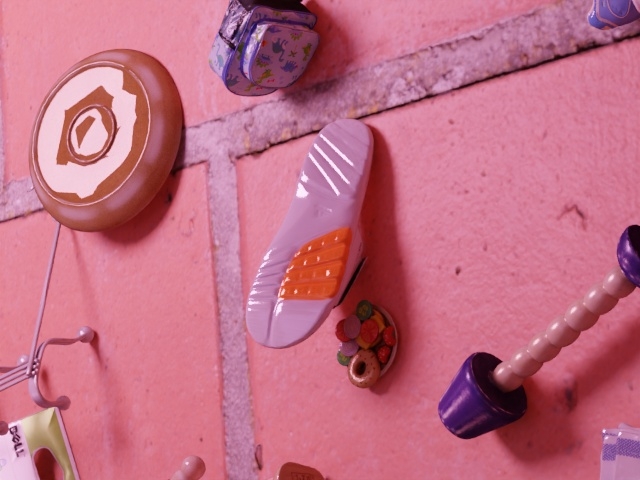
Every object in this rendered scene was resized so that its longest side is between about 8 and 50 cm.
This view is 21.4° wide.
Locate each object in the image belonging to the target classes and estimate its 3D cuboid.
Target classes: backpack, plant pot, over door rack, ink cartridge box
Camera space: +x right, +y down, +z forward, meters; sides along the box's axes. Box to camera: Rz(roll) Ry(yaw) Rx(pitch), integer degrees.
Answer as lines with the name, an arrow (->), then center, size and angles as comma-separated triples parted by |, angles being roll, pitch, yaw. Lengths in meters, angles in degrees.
backpack -> -0.065, -0.213, 1.876 | 0.084, 0.105, 0.114 | 52, 125, 36
plant pot -> -0.274, -0.128, 2.084 | 0.236, 0.032, 0.236 | -10, 71, 30
over door rack -> -0.408, 0.103, 2.167 | 0.239, 0.108, 0.324 | -24, 55, 30
ink cartridge box -> -0.414, 0.350, 2.171 | 0.255, 0.097, 0.189 | -23, 64, 4

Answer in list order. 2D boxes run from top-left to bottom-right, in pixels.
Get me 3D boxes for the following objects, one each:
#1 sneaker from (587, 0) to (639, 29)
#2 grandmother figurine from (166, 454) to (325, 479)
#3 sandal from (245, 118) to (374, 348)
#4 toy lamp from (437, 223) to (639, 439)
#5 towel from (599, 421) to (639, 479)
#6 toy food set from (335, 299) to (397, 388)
sneaker -> 0.255, -0.294, 1.588 | 0.081, 0.080, 0.211 | -33, 62, 34
grandmother figurine -> -0.135, 0.344, 1.885 | 0.342, 0.104, 0.208 | -29, 57, 36
sandal -> 0.009, 0.001, 1.808 | 0.102, 0.076, 0.265 | 12, 73, 31
toy lamp -> 0.216, 0.094, 1.584 | 0.274, 0.080, 0.080 | -42, 58, 30
towel -> 0.325, 0.313, 1.478 | 0.209, 0.034, 0.285 | 5, 91, 43
toy food set -> 0.048, 0.107, 1.784 | 0.083, 0.020, 0.083 | -53, 52, 27
